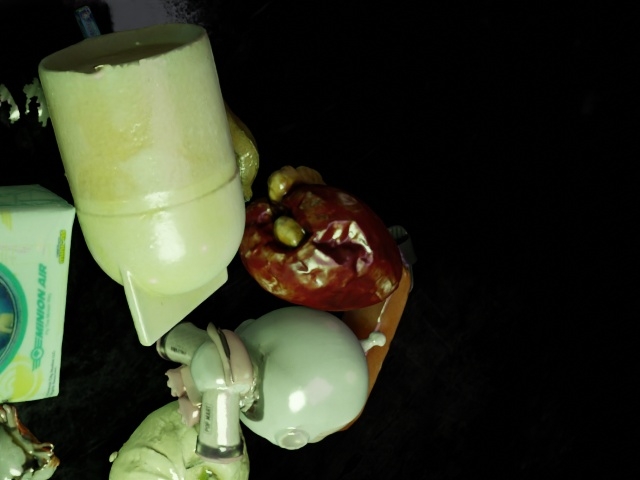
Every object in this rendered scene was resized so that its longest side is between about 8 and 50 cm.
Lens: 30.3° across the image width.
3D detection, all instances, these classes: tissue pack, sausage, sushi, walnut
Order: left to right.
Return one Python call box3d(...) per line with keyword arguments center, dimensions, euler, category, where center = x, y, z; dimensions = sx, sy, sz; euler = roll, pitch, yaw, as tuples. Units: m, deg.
box3d(center=(-0.533, 0.078, 1.562), dimensions=(0.388, 0.162, 0.287), euler=(-3, 106, -40), category="tissue pack")
box3d(center=(-0.492, 0.358, 1.658), dimensions=(0.332, 0.124, 0.130), euler=(-45, 173, 12), category="sushi")
box3d(center=(0.000, 0.000, 1.977), dimensions=(0.222, 0.243, 0.269), euler=(-30, 145, 20), category="walnut")
box3d(center=(0.076, 0.189, 2.174), dimensions=(0.094, 0.097, 0.348), euler=(19, 94, -53), category="sausage")

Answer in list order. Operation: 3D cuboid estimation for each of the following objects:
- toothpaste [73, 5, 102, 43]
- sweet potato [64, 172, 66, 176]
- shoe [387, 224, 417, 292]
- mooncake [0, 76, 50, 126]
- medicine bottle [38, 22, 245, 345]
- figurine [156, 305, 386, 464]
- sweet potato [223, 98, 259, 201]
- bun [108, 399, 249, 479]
box3d(center=(-0.326, -0.294, 1.689), dimensions=(0.020, 0.017, 0.083), euler=(-37, 127, -25), category="toothpaste")
box3d(center=(-0.329, -0.057, 1.768), dimensions=(0.153, 0.038, 0.041), euler=(60, 44, -36), category="sweet potato")
box3d(center=(0.158, 0.043, 2.217), dimensions=(0.062, 0.053, 0.159), euler=(-29, 126, -25), category="shoe")
box3d(center=(-0.521, -0.210, 1.537), dimensions=(0.347, 0.057, 0.150), euler=(-8, 125, -32), category="mooncake")
box3d(center=(-0.230, -0.079, 1.658), dimensions=(0.236, 0.236, 0.406), euler=(-25, 116, -32), category="medicine bottle")
box3d(center=(-0.070, 0.229, 1.943), dimensions=(0.361, 0.211, 0.253), euler=(4, 65, -44), category="figurine")
box3d(center=(-0.150, -0.159, 1.867), dimensions=(0.081, 0.062, 0.233), euler=(-38, 133, -4), category="sweet potato")
box3d(center=(-0.222, 0.398, 1.958), dimensions=(0.259, 0.160, 0.259), euler=(-20, 121, -36), category="bun")
